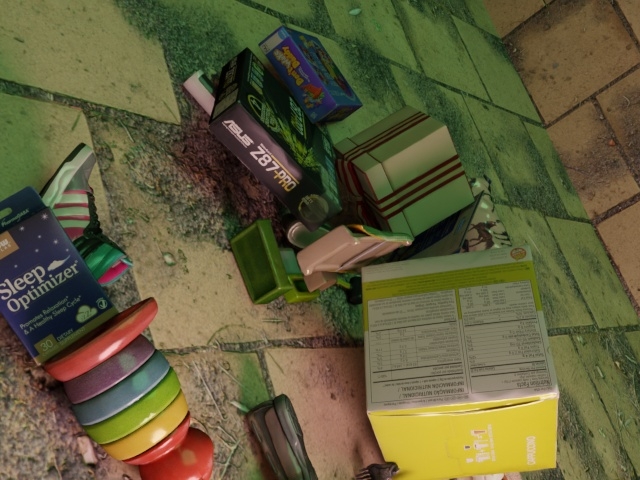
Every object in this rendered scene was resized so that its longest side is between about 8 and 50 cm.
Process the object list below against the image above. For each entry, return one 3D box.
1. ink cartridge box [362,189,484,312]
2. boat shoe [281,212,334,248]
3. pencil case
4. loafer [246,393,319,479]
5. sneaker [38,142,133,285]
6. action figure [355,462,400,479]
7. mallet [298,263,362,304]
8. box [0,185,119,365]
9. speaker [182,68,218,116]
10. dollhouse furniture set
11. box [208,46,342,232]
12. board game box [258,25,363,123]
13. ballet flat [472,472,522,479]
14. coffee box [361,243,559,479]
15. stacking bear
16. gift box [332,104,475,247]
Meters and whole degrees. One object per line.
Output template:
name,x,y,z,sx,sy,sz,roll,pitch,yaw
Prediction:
ink cartridge box,0.264,0.042,1.839,0.072,0.307,0.304,50,34,-9
boat shoe,0.007,0.001,1.757,0.227,0.081,0.069,31,12,-36
pencil case,0.487,0.008,2.281,0.183,0.160,0.410,4,58,-33
loafer,-0.055,0.410,1.360,0.096,0.084,0.268,52,19,-74
sneaker,-0.379,-0.013,1.242,0.178,0.124,0.296,34,47,-22
action figure,0.119,0.543,1.399,0.164,0.141,0.276,47,19,-17
mallet,0.028,0.094,1.752,0.189,0.039,0.062,21,49,-34
box,-0.409,0.049,1.107,0.136,0.036,0.225,-35,105,-20
speaker,-0.244,-0.314,1.729,0.136,0.055,0.055,49,34,-11
dollhouse furniture set,0.000,0.000,1.549,0.197,0.301,0.151,1,63,-50
box,-0.096,-0.231,1.699,0.318,0.097,0.395,48,17,-23
board game box,-0.015,-0.423,1.997,0.233,0.078,0.347,55,17,0
ballet flat,0.416,0.573,1.777,0.106,0.107,0.316,-30,86,-43
coffee box,0.276,0.255,1.539,0.338,0.338,0.334,70,15,-50
stacking bear,-0.262,0.258,1.148,0.289,0.175,0.164,59,41,-10
gift box,0.183,-0.152,1.887,0.255,0.258,0.276,62,-7,-24
